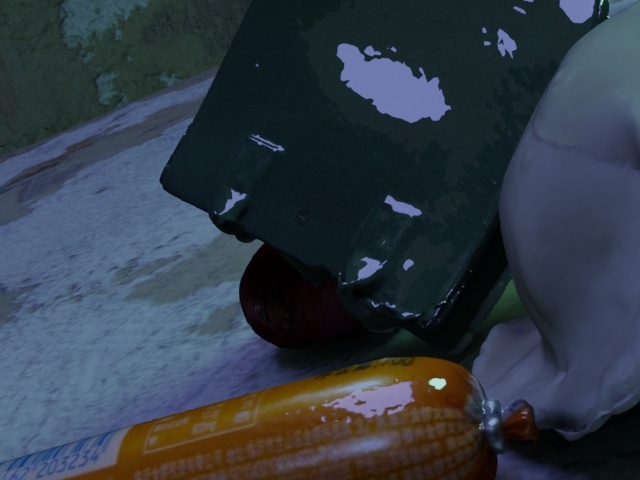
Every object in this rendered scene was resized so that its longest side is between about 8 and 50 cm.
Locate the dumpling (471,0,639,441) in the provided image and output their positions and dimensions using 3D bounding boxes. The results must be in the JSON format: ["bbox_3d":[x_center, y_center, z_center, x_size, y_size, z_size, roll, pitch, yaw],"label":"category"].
[{"bbox_3d":[0.177,-0.007,0.756,0.260,0.181,0.341,-56,23,35],"label":"dumpling"}]

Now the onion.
[{"bbox_3d":[0.000,0.000,1.002,0.150,0.140,0.150,-23,18,8],"label":"onion"}]

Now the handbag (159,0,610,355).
[{"bbox_3d":[0.043,-0.084,0.911,0.247,0.079,0.260,29,86,29],"label":"handbag"}]

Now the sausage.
[{"bbox_3d":[-0.038,0.126,0.715,0.312,0.093,0.093,-18,15,18],"label":"sausage"}]
